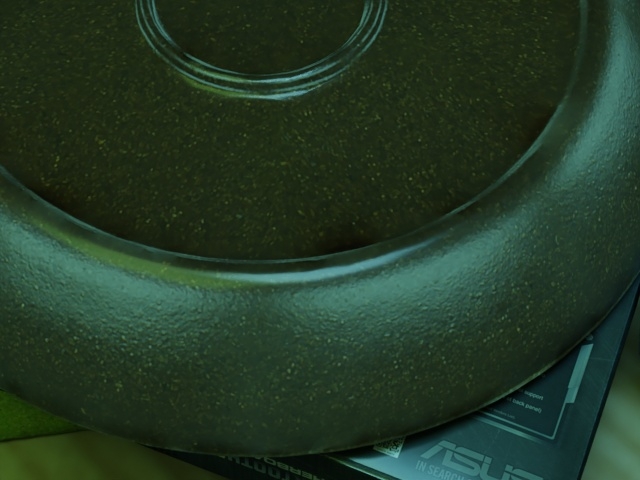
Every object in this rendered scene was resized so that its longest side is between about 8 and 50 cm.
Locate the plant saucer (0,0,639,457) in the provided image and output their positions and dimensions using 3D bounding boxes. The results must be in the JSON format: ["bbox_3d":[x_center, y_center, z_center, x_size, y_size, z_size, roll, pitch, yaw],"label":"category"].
[{"bbox_3d":[-0.021,-0.074,0.490,0.310,0.050,0.311,0,56,0],"label":"plant saucer"}]

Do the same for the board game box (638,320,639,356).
[{"bbox_3d":[0.238,0.004,0.470,0.210,0.047,0.160,19,56,26],"label":"board game box"}]

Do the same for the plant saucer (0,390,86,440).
[{"bbox_3d":[-0.152,-0.007,0.581,0.188,0.045,0.188,-9,59,7],"label":"plant saucer"}]

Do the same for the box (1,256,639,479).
[{"bbox_3d":[0.000,0.000,0.506,0.232,0.059,0.183,19,60,10],"label":"box"}]
